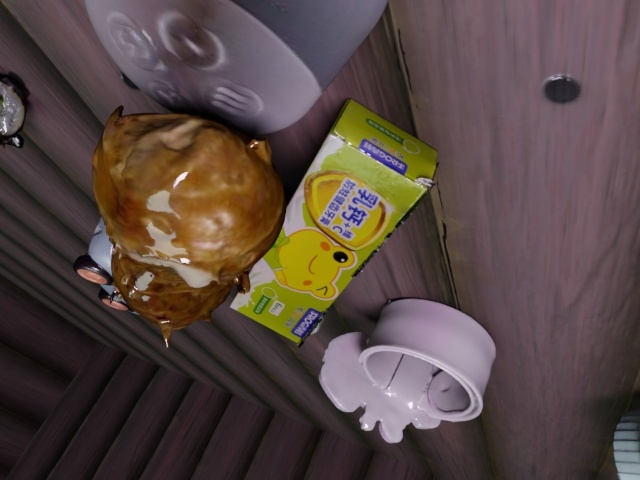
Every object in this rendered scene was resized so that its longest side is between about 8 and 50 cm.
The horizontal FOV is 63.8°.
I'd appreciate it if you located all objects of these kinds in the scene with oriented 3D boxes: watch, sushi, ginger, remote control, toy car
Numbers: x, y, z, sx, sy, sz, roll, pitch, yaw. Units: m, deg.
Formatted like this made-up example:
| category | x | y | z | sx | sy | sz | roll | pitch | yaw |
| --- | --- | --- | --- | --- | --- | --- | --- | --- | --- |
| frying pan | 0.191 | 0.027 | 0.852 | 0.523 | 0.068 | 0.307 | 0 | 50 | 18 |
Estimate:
| category | x | y | z | sx | sy | sz | roll | pitch | yaw |
| --- | --- | --- | --- | --- | --- | --- | --- | --- | --- |
| watch | 0.140 | 0.206 | 0.833 | 0.244 | 0.196 | 0.231 | 31 | 146 | -1 |
| sushi | -0.496 | -0.200 | 0.780 | 0.084 | 0.094 | 0.098 | 10 | 165 | 37 |
| ginger | -0.143 | -0.003 | 0.554 | 0.176 | 0.254 | 0.418 | 6 | 177 | -18 |
| remote control | -0.078 | -0.193 | 0.404 | 0.221 | 0.103 | 0.332 | 27 | 153 | -15 |
| toy car | -0.277 | 0.032 | 0.915 | 0.213 | 0.180 | 0.270 | 14 | 151 | 3 |

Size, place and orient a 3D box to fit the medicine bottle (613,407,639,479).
| category | x | y | z | sx | sy | sz | roll | pitch | yaw |
| --- | --- | --- | --- | --- | --- | --- | --- | --- | --- |
| medicine bottle | 0.529 | 0.265 | 0.610 | 0.158 | 0.158 | 0.318 | 31 | 153 | -9 |

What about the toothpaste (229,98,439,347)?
| category | x | y | z | sx | sy | sz | roll | pitch | yaw |
| --- | --- | --- | --- | --- | --- | --- | --- | --- | --- |
| toothpaste | 0.000 | 0.000 | 0.598 | 0.110 | 0.077 | 0.327 | 30 | 134 | -4 |

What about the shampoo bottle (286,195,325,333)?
| category | x | y | z | sx | sy | sz | roll | pitch | yaw |
| --- | --- | --- | --- | --- | --- | --- | --- | --- | --- |
| shampoo bottle | -0.051 | 0.053 | 0.842 | 0.134 | 0.078 | 0.359 | 23 | 153 | 10 |
